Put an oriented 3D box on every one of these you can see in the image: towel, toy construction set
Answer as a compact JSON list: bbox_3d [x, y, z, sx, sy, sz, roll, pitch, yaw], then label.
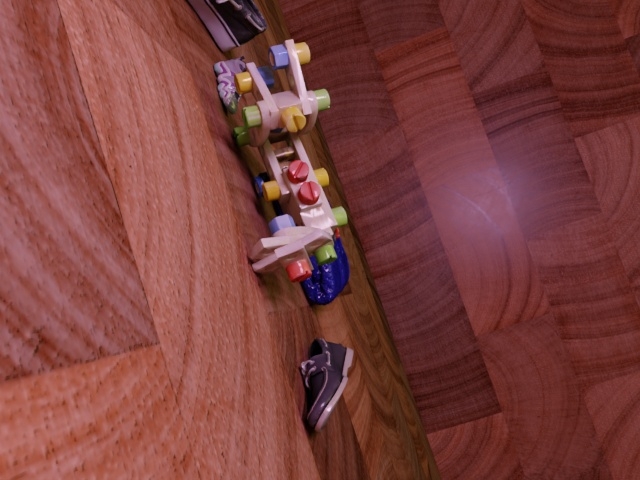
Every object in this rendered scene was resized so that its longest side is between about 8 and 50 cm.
[{"bbox_3d":[0.000,0.000,1.200,0.308,0.076,0.227,-11,81,-83],"label":"towel"},{"bbox_3d":[-0.036,-0.087,0.868,0.215,0.151,0.327,114,-29,-64],"label":"toy construction set"}]

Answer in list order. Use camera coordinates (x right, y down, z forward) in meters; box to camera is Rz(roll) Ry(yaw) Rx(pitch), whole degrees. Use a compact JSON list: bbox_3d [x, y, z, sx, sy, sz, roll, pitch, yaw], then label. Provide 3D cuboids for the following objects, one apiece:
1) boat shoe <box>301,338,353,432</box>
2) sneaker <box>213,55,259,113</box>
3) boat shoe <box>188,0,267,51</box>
[{"bbox_3d":[-0.002,0.190,0.851,0.065,0.075,0.206,28,15,2],"label":"boat shoe"},{"bbox_3d":[-0.122,-0.243,0.954,0.038,0.069,0.098,53,19,-66],"label":"sneaker"},{"bbox_3d":[-0.158,-0.403,0.958,0.306,0.105,0.113,55,17,-65],"label":"boat shoe"}]
